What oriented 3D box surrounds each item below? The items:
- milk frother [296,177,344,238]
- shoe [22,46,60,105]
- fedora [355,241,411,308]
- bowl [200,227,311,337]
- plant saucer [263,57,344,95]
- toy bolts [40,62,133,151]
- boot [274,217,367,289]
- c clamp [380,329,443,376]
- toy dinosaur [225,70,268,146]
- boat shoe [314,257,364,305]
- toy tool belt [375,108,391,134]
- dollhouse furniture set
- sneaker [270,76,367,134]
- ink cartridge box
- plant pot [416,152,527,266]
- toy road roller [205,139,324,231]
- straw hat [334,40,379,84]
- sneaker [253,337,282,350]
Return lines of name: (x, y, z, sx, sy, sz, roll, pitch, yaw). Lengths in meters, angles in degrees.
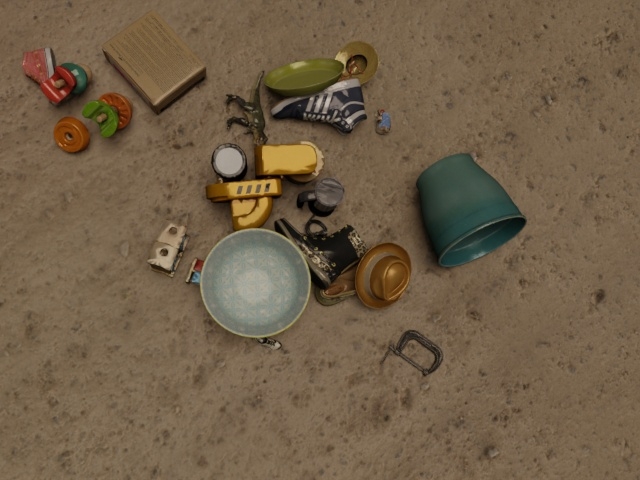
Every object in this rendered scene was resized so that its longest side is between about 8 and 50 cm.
milk frother: (0.009, -0.086, 1.870, 0.129, 0.135, 0.143, -25, 84, -13)
shoe: (-0.787, -0.457, 1.849, 0.081, 0.063, 0.178, -12, 78, -8)
fedora: (0.190, 0.104, 1.823, 0.194, 0.079, 0.194, -5, 103, -23)
bowl: (-0.173, 0.121, 1.779, 0.290, 0.156, 0.289, 1, 81, -4)
plant saucer: (-0.046, -0.475, 1.923, 0.241, 0.241, 0.037, -20, 123, -13)
toy bolts: (-0.660, -0.382, 1.833, 0.218, 0.158, 0.228, -30, 107, 24)
boot: (0.000, 0.001, 1.831, 0.179, 0.085, 0.236, -35, 77, -21)
c clamp: (0.270, 0.334, 1.890, 0.161, 0.022, 0.137, 30, 70, -1)
toy dinosaur: (-0.217, -0.381, 1.931, 0.118, 0.064, 0.268, -3, 68, -5)
boat shoe: (0.120, 0.102, 1.873, 0.285, 0.089, 0.104, -30, 85, -14)
toy tool belt: (0.194, -0.368, 2.003, 0.052, 0.051, 0.083, 1, 78, -10)
dollhouse furniture set: (-0.354, 0.043, 1.783, 0.184, 0.129, 0.129, 21, 76, -4)
sneaker: (0.002, -0.372, 1.947, 0.282, 0.099, 0.153, -19, 93, -4)
ink cartridge box: (-0.478, -0.514, 1.898, 0.193, 0.088, 0.234, -41, 88, -13)
plant pot: (0.407, -0.099, 1.890, 0.272, 0.271, 0.255, -20, 68, -13)
toy road roller: (-0.153, -0.145, 1.829, 0.330, 0.202, 0.240, -5, 92, -6)
straw hat: (0.113, -0.537, 2.018, 0.145, 0.061, 0.144, 0, 89, 14)
sneaker: (-0.146, 0.284, 1.818, 0.083, 0.037, 0.031, 16, 75, -8)
